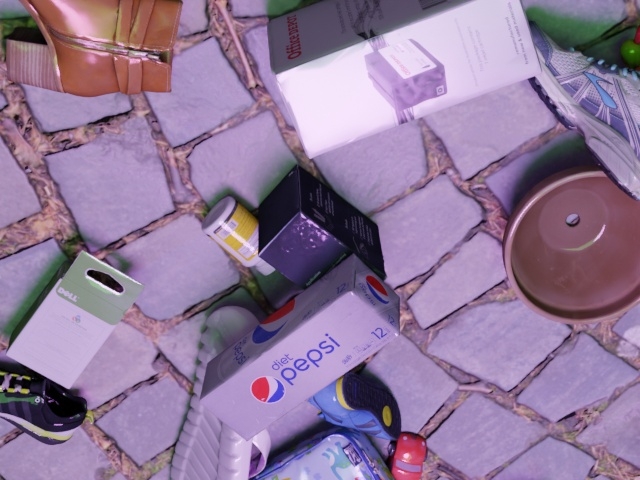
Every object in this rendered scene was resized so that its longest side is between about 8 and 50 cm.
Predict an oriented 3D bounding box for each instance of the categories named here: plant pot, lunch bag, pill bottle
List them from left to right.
[{"bbox_3d":[-0.107,-0.003,1.816,0.065,0.065,0.116,-42,111,16],"label":"pill bottle"},{"bbox_3d":[0.003,0.396,1.974,0.219,0.090,0.176,-30,93,16],"label":"lunch bag"},{"bbox_3d":[0.368,-0.008,1.820,0.237,0.110,0.237,-2,115,-4],"label":"plant pot"}]

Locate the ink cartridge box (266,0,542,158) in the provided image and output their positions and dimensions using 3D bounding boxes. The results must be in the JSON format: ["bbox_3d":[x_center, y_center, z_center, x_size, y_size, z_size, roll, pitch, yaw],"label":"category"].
[{"bbox_3d":[0.099,-0.246,1.623,0.307,0.223,0.129,-19,116,6],"label":"ink cartridge box"}]

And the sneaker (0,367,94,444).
[{"bbox_3d":[-0.441,0.217,1.889,0.234,0.084,0.097,30,127,-28],"label":"sneaker"}]

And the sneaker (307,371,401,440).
[{"bbox_3d":[0.050,0.252,1.932,0.082,0.069,0.209,-14,149,29],"label":"sneaker"}]

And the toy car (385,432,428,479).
[{"bbox_3d":[0.124,0.445,2.055,0.239,0.053,0.225,-38,112,14],"label":"toy car"}]

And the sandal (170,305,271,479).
[{"bbox_3d":[-0.128,0.292,1.928,0.102,0.169,0.416,-6,122,-36],"label":"sandal"}]

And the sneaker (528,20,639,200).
[{"bbox_3d":[0.371,-0.192,1.697,0.122,0.110,0.283,-39,79,6],"label":"sneaker"}]

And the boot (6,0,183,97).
[{"bbox_3d":[-0.285,-0.310,1.629,0.220,0.109,0.283,5,118,-5],"label":"boot"}]

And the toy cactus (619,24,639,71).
[{"bbox_3d":[0.473,-0.190,1.759,0.219,0.112,0.180,30,129,-19],"label":"toy cactus"}]

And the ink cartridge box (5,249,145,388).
[{"bbox_3d":[-0.352,0.103,1.853,0.109,0.062,0.209,32,109,-18],"label":"ink cartridge box"}]

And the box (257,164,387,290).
[{"bbox_3d":[0.000,0.000,1.774,0.158,0.156,0.093,38,110,-19],"label":"box"}]

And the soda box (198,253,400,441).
[{"bbox_3d":[-0.029,0.146,1.717,0.286,0.091,0.098,-38,113,25],"label":"soda box"}]
